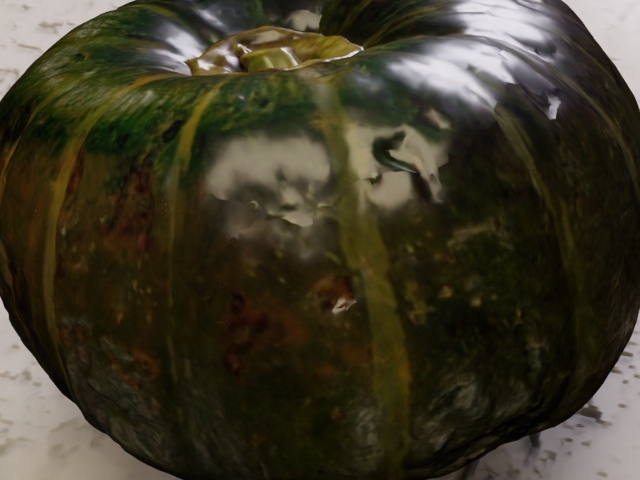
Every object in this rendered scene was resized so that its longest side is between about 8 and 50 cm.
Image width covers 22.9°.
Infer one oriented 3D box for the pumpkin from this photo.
[{"bbox_3d":[0.001,0.003,0.603,0.260,0.189,0.260,-9,25,4],"label":"pumpkin"}]
